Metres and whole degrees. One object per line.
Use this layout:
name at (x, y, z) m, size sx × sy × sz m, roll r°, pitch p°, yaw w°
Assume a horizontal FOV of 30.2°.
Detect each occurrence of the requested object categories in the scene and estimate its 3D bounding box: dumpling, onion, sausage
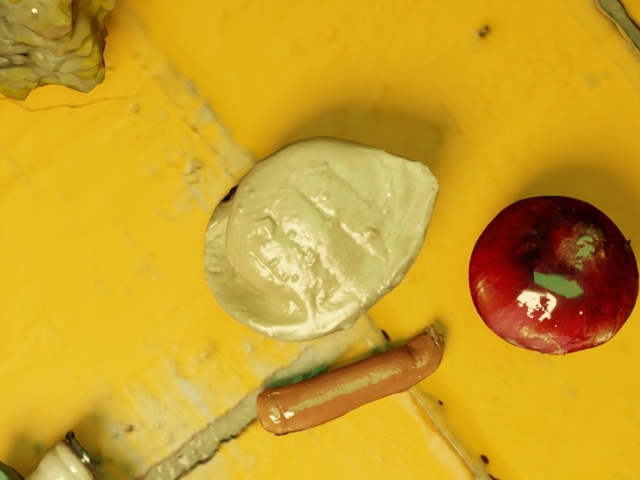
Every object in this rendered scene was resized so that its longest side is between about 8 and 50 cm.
dumpling at (-0.001, 0.000, 0.897) m, size 0.176 × 0.092 × 0.150 m, roll -6°, pitch 83°, yaw -6°
onion at (0.178, 0.025, 0.898) m, size 0.131 × 0.131 × 0.131 m, roll 1°, pitch 83°, yaw -5°
sausage at (0.026, 0.110, 0.917) m, size 0.157 × 0.036 × 0.042 m, roll -22°, pitch 97°, yaw -8°

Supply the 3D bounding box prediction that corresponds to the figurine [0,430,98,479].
figurine at (-0.249, 0.249, 0.844) m, size 0.245 × 0.110 × 0.138 m, roll -37°, pitch 100°, yaw -15°

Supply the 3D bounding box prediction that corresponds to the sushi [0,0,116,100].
sushi at (-0.332, -0.234, 0.765) m, size 0.396 × 0.351 × 0.240 m, roll 2°, pitch 84°, yaw -6°
